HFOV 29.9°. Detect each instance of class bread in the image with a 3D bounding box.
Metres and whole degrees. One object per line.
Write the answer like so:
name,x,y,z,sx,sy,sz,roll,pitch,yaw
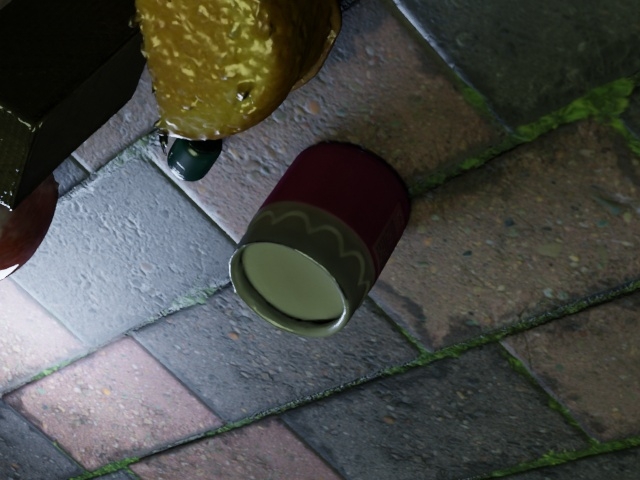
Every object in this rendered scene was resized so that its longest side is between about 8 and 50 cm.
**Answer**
bread,-0.084,-0.257,1.295,0.179,0.194,0.340,14,133,22

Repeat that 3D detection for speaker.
speaker,-0.181,-0.128,1.595,0.094,0.060,0.075,35,139,-5

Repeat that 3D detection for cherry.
cherry,-0.532,-0.045,1.784,0.308,0.221,0.261,-8,132,14

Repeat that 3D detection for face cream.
face cream,0.000,0.000,1.510,0.175,0.195,0.175,18,140,16

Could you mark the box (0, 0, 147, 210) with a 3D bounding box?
box,-0.334,-0.197,1.454,0.143,0.273,0.184,35,139,0
